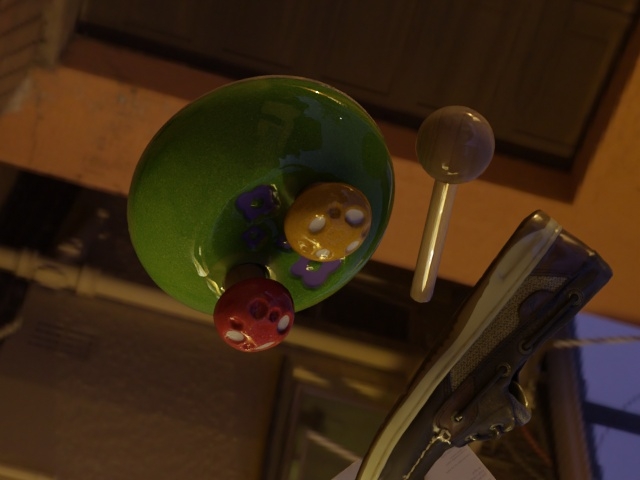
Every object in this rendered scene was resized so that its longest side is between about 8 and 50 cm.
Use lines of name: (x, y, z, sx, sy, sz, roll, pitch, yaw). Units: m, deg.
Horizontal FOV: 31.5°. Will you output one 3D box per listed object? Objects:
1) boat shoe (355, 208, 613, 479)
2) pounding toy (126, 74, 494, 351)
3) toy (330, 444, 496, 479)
boat shoe: (0.099, 0.090, 0.704, 0.223, 0.073, 0.080, -59, 168, 10)
pounding toy: (0.000, 0.000, 0.734, 0.110, 0.237, 0.183, -115, -149, -51)
toy: (0.110, 0.257, 0.869, 0.137, 0.237, 0.056, -30, 168, -36)
